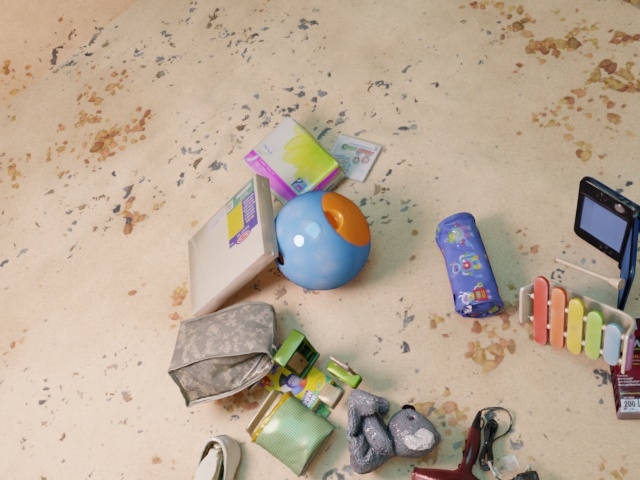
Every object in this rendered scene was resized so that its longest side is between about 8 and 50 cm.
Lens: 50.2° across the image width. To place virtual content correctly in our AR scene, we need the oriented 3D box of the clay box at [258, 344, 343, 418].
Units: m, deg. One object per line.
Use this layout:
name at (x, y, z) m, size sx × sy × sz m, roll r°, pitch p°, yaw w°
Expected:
clay box at (-0.059, 0.398, 1.885) m, size 0.222 × 0.053 × 0.127 m, roll 28°, pitch 73°, yaw 28°

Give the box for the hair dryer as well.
hair dryer at (0.366, 0.554, 1.682) m, size 0.293 × 0.080 × 0.223 m, roll -19°, pitch 43°, yaw -2°

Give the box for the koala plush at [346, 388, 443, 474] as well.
koala plush at (0.189, 0.485, 1.699) m, size 0.221 × 0.196 × 0.203 m, roll 1°, pitch 74°, yaw 16°

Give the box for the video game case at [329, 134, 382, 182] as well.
video game case at (0.101, -0.268, 2.226) m, size 0.157 × 0.019 × 0.143 m, roll 20°, pitch 69°, yaw 24°

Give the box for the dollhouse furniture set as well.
dollhouse furniture set at (-0.058, 0.420, 1.754) m, size 0.197 × 0.151 × 0.301 m, roll 29°, pitch 76°, yaw 27°

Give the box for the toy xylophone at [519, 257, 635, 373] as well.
toy xylophone at (0.634, 0.177, 1.680) m, size 0.081 × 0.236 × 0.322 m, roll -26°, pitch 25°, yaw -29°

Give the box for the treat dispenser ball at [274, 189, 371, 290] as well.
treat dispenser ball at (0.000, 0.000, 1.950) m, size 0.288 × 0.288 × 0.288 m, roll -7°, pitch 60°, yaw 12°

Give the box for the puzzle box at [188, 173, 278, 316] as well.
puzzle box at (-0.268, 0.024, 2.013) m, size 0.409 × 0.052 × 0.272 m, roll -38°, pitch 48°, yaw 40°

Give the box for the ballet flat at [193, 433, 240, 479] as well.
ballet flat at (-0.302, 0.692, 1.747) m, size 0.139 × 0.139 × 0.400 m, roll 2°, pitch 63°, yaw 17°

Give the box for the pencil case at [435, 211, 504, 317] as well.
pencil case at (0.404, 0.074, 1.893) m, size 0.133 × 0.119 × 0.306 m, roll -19°, pitch 58°, yaw 15°

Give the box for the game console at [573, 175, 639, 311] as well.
game console at (0.714, 0.023, 1.730) m, size 0.173 × 0.293 × 0.250 m, roll -44°, pitch 59°, yaw -10°

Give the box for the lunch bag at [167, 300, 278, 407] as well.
lunch bag at (-0.246, 0.302, 1.883) m, size 0.287 × 0.169 × 0.235 m, roll -18°, pitch 27°, yaw 7°

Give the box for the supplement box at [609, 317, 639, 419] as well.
supplement box at (0.785, 0.313, 1.679) m, size 0.130 × 0.073 × 0.239 m, roll -4°, pitch 60°, yaw 14°

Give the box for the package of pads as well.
package of pads at (-0.086, -0.241, 2.206) m, size 0.229 × 0.101 × 0.296 m, roll -43°, pitch 60°, yaw -1°
